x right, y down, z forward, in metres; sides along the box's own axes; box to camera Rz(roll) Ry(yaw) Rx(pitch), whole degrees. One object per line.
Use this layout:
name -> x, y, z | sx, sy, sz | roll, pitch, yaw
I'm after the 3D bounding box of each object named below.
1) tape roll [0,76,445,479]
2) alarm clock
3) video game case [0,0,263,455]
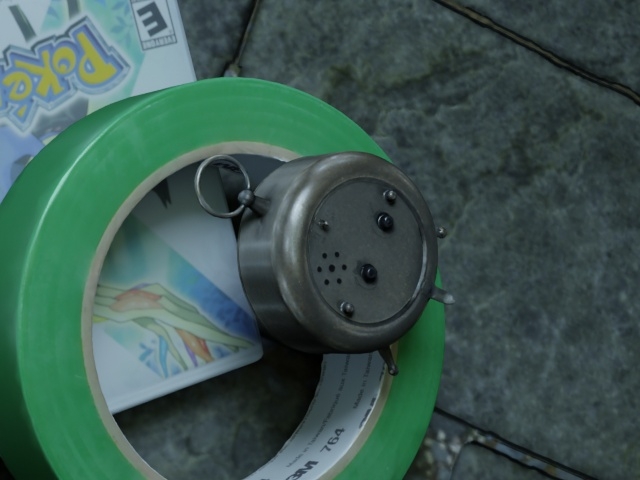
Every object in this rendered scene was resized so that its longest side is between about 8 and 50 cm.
tape roll -> -0.065, 0.057, 1.076 | 0.321, 0.077, 0.321 | 2, 86, -36
alarm clock -> 0.000, 0.000, 1.044 | 0.192, 0.064, 0.129 | 28, 72, -27
video game case -> -0.208, -0.019, 1.050 | 0.329, 0.036, 0.300 | -19, 98, -35
